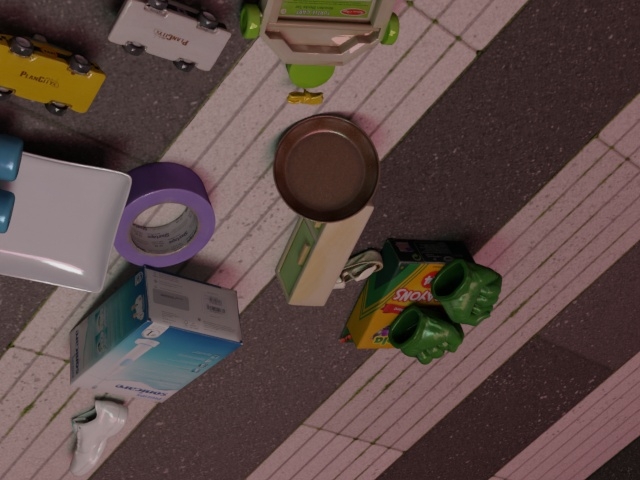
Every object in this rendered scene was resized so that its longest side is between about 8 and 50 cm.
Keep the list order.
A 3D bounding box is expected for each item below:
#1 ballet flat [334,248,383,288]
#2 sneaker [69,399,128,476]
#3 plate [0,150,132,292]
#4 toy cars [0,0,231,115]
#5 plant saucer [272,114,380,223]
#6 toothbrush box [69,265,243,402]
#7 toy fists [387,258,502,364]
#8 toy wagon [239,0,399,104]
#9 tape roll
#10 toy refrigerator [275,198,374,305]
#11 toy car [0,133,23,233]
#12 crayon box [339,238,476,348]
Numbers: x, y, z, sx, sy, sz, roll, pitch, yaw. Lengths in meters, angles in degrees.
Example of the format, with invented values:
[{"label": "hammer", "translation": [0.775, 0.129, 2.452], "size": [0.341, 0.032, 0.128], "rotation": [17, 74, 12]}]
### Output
[{"label": "ballet flat", "translation": [0.054, 0.071, 2.071], "size": [0.168, 0.052, 0.057], "rotation": [-27, 137, 2]}, {"label": "sneaker", "translation": [-0.514, 0.428, 2.155], "size": [0.094, 0.080, 0.212], "rotation": [27, 111, -27]}, {"label": "plate", "translation": [-0.486, -0.045, 1.680], "size": [0.278, 0.045, 0.277], "rotation": [12, 127, -15]}, {"label": "toy cars", "translation": [-0.338, -0.303, 1.510], "size": [0.393, 0.087, 0.176], "rotation": [-20, 142, -10]}, {"label": "plant saucer", "translation": [0.010, -0.129, 1.798], "size": [0.198, 0.199, 0.036], "rotation": [-19, 179, -7]}, {"label": "toothbrush box", "translation": [-0.326, 0.192, 1.909], "size": [0.216, 0.126, 0.295], "rotation": [18, 138, -36]}, {"label": "toy fists", "translation": [0.280, 0.161, 2.114], "size": [0.142, 0.096, 0.279], "rotation": [19, 120, -39]}, {"label": "toy wagon", "translation": [0.004, -0.371, 1.594], "size": [0.267, 0.068, 0.344], "rotation": [-2, 139, -21]}, {"label": "tape roll", "translation": [-0.292, -0.045, 1.780], "size": [0.189, 0.080, 0.189], "rotation": [-12, 136, -12]}, {"label": "toy refrigerator", "translation": [0.000, 0.000, 1.942], "size": [0.094, 0.102, 0.270], "rotation": [5, 130, -28]}, {"label": "toy car", "translation": [-0.590, -0.056, 1.481], "size": [0.219, 0.238, 0.210], "rotation": [13, 127, -14]}, {"label": "crayon box", "translation": [0.191, 0.142, 2.183], "size": [0.202, 0.081, 0.319], "rotation": [1, 131, -26]}]
